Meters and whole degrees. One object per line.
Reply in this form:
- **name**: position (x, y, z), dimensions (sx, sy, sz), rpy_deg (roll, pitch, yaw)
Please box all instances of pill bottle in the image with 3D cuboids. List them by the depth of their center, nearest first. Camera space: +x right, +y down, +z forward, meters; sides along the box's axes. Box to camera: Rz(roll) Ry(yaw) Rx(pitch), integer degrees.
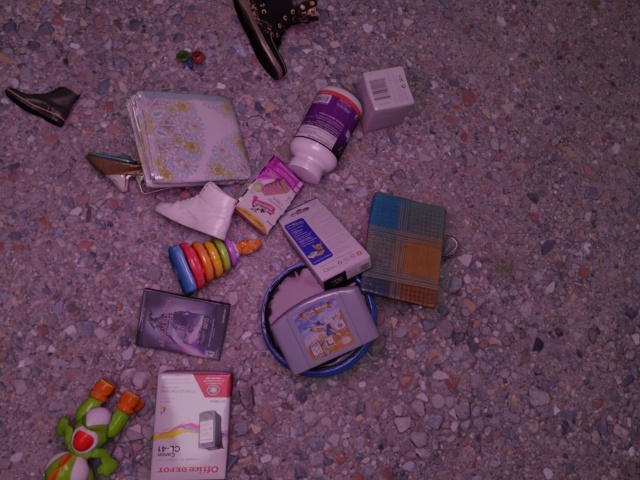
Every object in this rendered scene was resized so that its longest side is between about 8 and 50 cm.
- **pill bottle**: position (0.009, -0.369, 1.638), dimensions (0.181, 0.181, 0.323), rpy_deg (27, 77, -3)

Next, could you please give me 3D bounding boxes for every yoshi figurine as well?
- **yoshi figurine**: position (-0.692, 0.614, 1.380), dimensions (0.203, 0.204, 0.362), rpy_deg (51, 55, -37)

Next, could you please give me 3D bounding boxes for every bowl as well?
- **bowl**: position (-0.009, 0.248, 1.521), dimensions (0.391, 0.077, 0.391), rpy_deg (-2, 75, 6)

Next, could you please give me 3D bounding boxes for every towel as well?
- **towel**: position (-0.431, -0.335, 1.551), dimensions (0.374, 0.090, 0.320), rpy_deg (-9, 80, -37)
- **towel**: position (0.281, 0.027, 1.557), dimensions (0.271, 0.040, 0.370), rpy_deg (14, 68, -6)

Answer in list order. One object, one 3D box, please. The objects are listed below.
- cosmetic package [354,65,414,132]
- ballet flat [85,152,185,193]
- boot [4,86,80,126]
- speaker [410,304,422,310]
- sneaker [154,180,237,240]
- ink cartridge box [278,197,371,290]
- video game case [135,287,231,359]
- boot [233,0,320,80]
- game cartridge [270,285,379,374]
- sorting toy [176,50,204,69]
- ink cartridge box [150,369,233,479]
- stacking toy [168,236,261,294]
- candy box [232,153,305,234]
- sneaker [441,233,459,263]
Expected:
- **cosmetic package**: position (0.226, -0.512, 1.695), dimensions (0.151, 0.183, 0.151), rpy_deg (-14, 81, -10)
- **ballet flat**: position (-0.614, -0.221, 1.567), dimensions (0.342, 0.116, 0.124), rpy_deg (4, 96, -12)
- **boot**: position (-0.943, -0.492, 1.584), dimensions (0.198, 0.077, 0.137), rpy_deg (30, 72, -15)
- **speaker**: position (0.322, 0.181, 1.644), dimensions (0.055, 0.055, 0.136), rpy_deg (-28, 85, -12)
- **sneaker**: position (-0.402, -0.119, 1.525), dimensions (0.293, 0.108, 0.169), rpy_deg (19, 85, 22)
- **ink cartridge box**: position (0.000, 0.000, 1.555), dimensions (0.176, 0.069, 0.371), rpy_deg (-26, 47, -13)
- **video game case**: position (-0.442, 0.270, 1.491), dimensions (0.274, 0.026, 0.196), rpy_deg (12, 103, -7)
- **boot**: position (-0.134, -0.806, 1.729), dimensions (0.284, 0.138, 0.377), rpy_deg (-25, 78, -12)
- **game cartridge**: position (0.009, 0.263, 1.411), dimensions (0.297, 0.062, 0.198), rpy_deg (-25, 101, 0)
- **sorting toy**: position (-0.475, -0.661, 1.699), dimensions (0.102, 0.042, 0.061), rpy_deg (-1, 64, 3)
- **ink cartridge box**: position (-0.390, 0.560, 1.428), dimensions (0.226, 0.131, 0.306), rpy_deg (2, 78, -8)
- **stacking toy**: position (-0.333, 0.051, 1.536), dimensions (0.302, 0.175, 0.165), rpy_deg (-22, 86, -23)
- **candy box**: position (-0.184, -0.158, 1.596), dimensions (0.159, 0.071, 0.233), rpy_deg (42, 76, -26)
- **sneaker**: position (0.357, 0.034, 1.648), dimensions (0.299, 0.112, 0.120), rpy_deg (-7, 81, -10)
